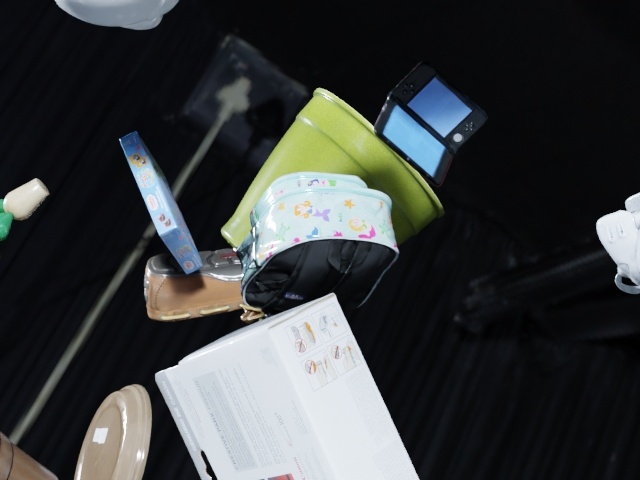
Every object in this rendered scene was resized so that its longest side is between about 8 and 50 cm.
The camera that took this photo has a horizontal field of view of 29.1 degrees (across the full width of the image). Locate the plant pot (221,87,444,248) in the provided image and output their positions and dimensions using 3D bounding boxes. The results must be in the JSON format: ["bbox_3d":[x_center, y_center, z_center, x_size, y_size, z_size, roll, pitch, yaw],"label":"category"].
[{"bbox_3d":[-0.003,-0.058,2.521,0.366,0.353,0.366,45,-4,4],"label":"plant pot"}]

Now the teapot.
[{"bbox_3d":[-0.264,-0.408,1.795,0.187,0.252,0.256,24,17,-20],"label":"teapot"}]

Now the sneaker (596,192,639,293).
[{"bbox_3d":[0.508,-0.070,1.748,0.210,0.137,0.365,8,-67,35],"label":"sneaker"}]

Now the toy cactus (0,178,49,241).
[{"bbox_3d":[-0.526,-0.041,2.002,0.112,0.180,0.219,52,3,-10],"label":"toy cactus"}]

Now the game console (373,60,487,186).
[{"bbox_3d":[0.169,-0.178,1.874,0.144,0.085,0.124,39,-70,-19],"label":"game console"}]

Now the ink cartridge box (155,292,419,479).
[{"bbox_3d":[-0.042,0.258,1.600,0.272,0.130,0.309,-23,-88,47],"label":"ink cartridge box"}]

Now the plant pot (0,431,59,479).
[{"bbox_3d":[-0.507,0.387,1.925,0.167,0.167,0.165,3,-31,42],"label":"plant pot"}]

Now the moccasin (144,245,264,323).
[{"bbox_3d":[-0.135,0.094,2.299,0.139,0.380,0.147,-122,-151,-59],"label":"moccasin"}]

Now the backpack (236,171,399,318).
[{"bbox_3d":[0.000,0.000,1.915,0.225,0.191,0.253,4,-23,-19],"label":"backpack"}]

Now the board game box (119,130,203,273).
[{"bbox_3d":[-0.274,-0.065,2.136,0.211,0.039,0.160,63,-2,29],"label":"board game box"}]

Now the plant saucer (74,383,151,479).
[{"bbox_3d":[-0.361,0.376,2.099,0.041,0.277,0.278,19,-20,-23],"label":"plant saucer"}]
